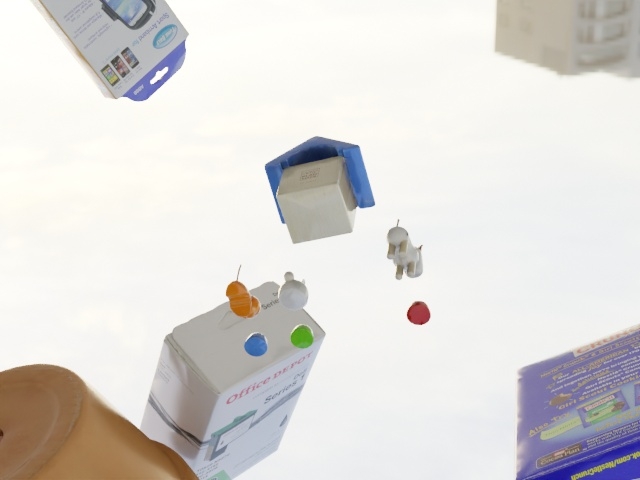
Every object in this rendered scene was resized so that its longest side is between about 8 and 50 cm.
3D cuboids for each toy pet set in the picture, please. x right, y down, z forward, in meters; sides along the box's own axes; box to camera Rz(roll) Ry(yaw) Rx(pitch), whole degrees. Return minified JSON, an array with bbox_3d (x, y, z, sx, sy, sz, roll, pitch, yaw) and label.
[{"bbox_3d":[0.000,0.000,0.707,0.122,0.114,0.065,-11,-152,13],"label":"toy pet set"}]

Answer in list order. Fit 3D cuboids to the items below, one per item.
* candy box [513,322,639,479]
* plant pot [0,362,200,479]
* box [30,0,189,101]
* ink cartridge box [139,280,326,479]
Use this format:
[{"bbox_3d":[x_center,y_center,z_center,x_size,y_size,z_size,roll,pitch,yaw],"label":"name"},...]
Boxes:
[{"bbox_3d":[0.350,0.191,1.201,0.268,0.122,0.317,-24,-171,16],"label":"candy box"},{"bbox_3d":[-0.259,0.251,1.031,0.290,0.204,0.291,-16,-149,10],"label":"plant pot"},{"bbox_3d":[-0.160,-0.172,0.852,0.081,0.136,0.028,-45,-147,-18],"label":"box"},{"bbox_3d":[-0.102,0.169,1.216,0.160,0.219,0.092,-27,-119,-39],"label":"ink cartridge box"}]
